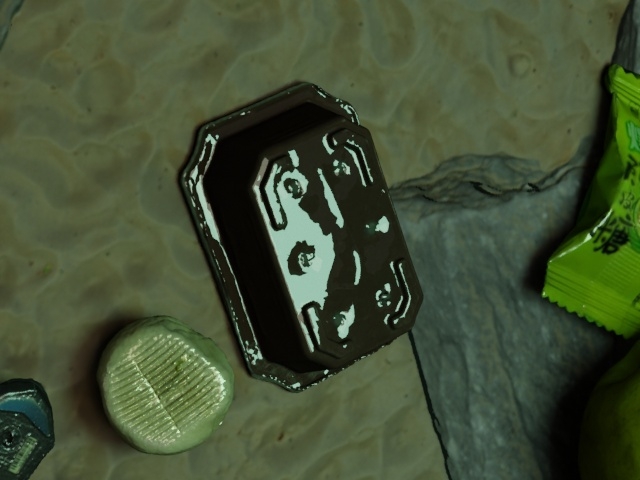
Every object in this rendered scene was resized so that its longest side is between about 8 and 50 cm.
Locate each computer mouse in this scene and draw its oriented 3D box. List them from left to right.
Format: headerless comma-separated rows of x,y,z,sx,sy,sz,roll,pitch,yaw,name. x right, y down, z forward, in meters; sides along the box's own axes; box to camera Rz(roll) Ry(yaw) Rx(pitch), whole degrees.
-0.261,0.165,1.414,0.079,0.047,0.135,30,88,-34,computer mouse

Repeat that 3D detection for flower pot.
0.000,0.000,1.526,0.179,0.084,0.251,-26,105,-26,flower pot

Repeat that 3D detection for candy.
0.298,-0.032,1.700,0.149,0.069,0.246,27,79,-25,candy

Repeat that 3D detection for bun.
-0.128,0.117,1.472,0.115,0.069,0.115,0,91,-8,bun

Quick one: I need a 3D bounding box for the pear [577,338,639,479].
0.376,0.225,1.654,0.253,0.253,0.307,-41,101,-21,pear
